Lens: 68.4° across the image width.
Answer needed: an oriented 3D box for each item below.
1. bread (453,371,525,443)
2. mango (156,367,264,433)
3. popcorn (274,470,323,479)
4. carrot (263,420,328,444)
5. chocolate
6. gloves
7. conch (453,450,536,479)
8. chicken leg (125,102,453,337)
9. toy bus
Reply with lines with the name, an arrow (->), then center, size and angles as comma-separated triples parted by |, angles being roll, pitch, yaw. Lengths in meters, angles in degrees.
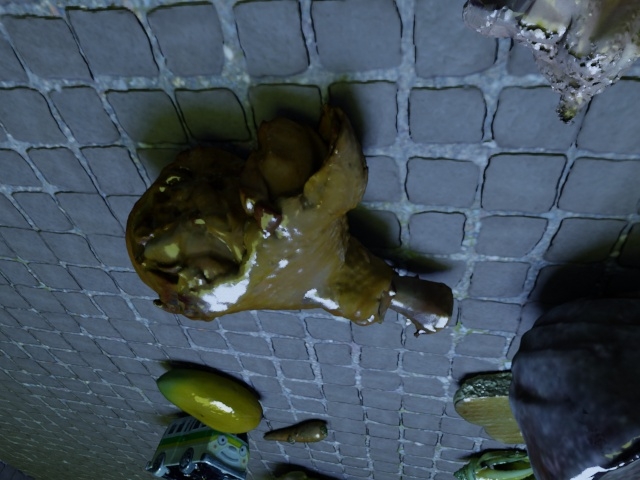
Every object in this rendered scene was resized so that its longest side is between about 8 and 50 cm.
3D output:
bread -> 0.383, 0.290, 0.805 | 0.286, 0.056, 0.207 | -11, 130, 27
mango -> -0.235, 0.346, 1.026 | 0.237, 0.091, 0.137 | 36, 129, -22
popcorn -> -0.065, 0.848, 1.385 | 0.312, 0.312, 0.312 | 8, 139, 7
carrot -> -0.070, 0.482, 1.170 | 0.049, 0.049, 0.254 | 37, 139, -23
chocolate -> 0.359, 0.166, 0.557 | 0.303, 0.213, 0.303 | -11, 134, -11
gloves -> 0.177, -0.165, 0.334 | 0.144, 0.094, 0.110 | 44, 110, -1
conch -> 0.389, 0.510, 1.037 | 0.200, 0.079, 0.095 | -36, 107, 22
chicken leg -> 0.000, 0.000, 0.535 | 0.409, 0.182, 0.295 | 22, 122, -15
toy bus -> -0.296, 0.519, 1.179 | 0.276, 0.165, 0.133 | -26, 125, 36
